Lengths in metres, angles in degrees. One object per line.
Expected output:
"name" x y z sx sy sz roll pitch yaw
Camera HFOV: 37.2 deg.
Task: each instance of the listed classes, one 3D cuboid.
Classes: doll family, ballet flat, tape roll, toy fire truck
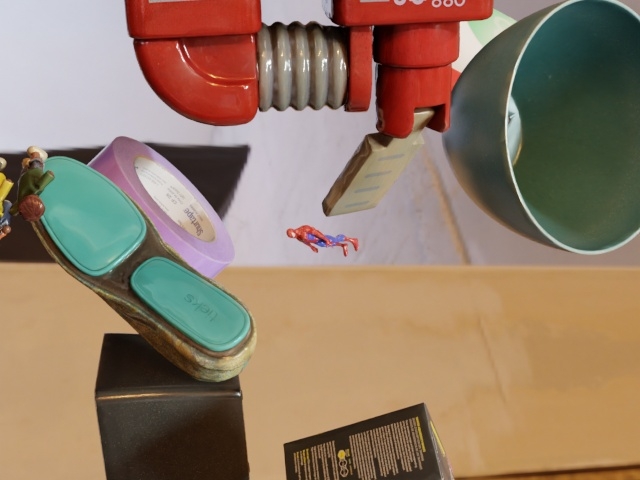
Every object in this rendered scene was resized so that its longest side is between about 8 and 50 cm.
"doll family" -0.348 -0.016 0.975 0.193 0.076 0.111 -47 -143 25
"ballet flat" -0.217 0.042 1.111 0.348 0.123 0.123 38 -43 15
"tape roll" -0.266 -0.040 1.555 0.090 0.275 0.275 -42 -144 12
"toy fire truck" -0.008 -0.109 0.616 0.158 0.217 0.246 -109 -164 -68

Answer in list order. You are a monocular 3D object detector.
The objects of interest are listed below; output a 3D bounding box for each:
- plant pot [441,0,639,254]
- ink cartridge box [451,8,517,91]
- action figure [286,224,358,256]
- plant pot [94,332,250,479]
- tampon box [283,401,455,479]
"plant pot" 0.260 -0.136 1.153 0.195 0.290 0.290 8 -84 56
"ink cartridge box" 0.194 -0.253 1.313 0.056 0.181 0.225 -50 -159 45
"action figure" 0.000 0.000 1.305 0.038 0.115 0.030 -23 -121 47
"plant pot" -0.177 0.224 1.169 0.187 0.166 0.188 -117 -157 -71
"tampon box" 0.057 0.262 0.995 0.101 0.161 0.120 -98 168 -50
